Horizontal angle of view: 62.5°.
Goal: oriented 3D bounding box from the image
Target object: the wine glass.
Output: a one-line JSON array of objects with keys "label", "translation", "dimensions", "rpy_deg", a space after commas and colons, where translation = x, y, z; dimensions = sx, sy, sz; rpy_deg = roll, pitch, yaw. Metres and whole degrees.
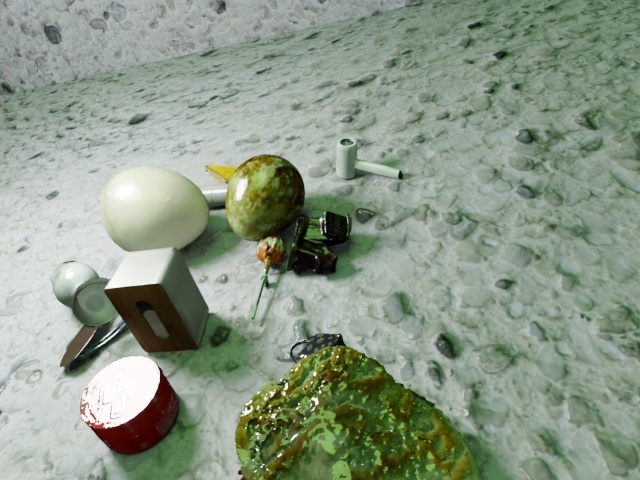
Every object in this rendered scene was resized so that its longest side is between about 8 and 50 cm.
[{"label": "wine glass", "translation": [-0.679, 0.143, 1.516], "dimensions": [0.143, 0.143, 0.321], "rpy_deg": [-40, 30, -26]}]

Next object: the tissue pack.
[{"label": "tissue pack", "translation": [-0.409, 0.155, 1.354], "dimensions": [0.159, 0.246, 0.136], "rpy_deg": [-7, 39, 13]}]

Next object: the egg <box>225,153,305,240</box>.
[{"label": "egg", "translation": [-0.171, -0.127, 1.612], "dimensions": [0.238, 0.238, 0.290], "rpy_deg": [2, 53, 22]}]

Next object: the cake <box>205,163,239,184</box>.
[{"label": "cake", "translation": [-0.353, -0.220, 1.917], "dimensions": [0.184, 0.080, 0.116], "rpy_deg": [8, 43, 15]}]

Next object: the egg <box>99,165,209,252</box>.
[{"label": "egg", "translation": [-0.517, -0.092, 1.660], "dimensions": [0.344, 0.283, 0.283], "rpy_deg": [-1, 42, 16]}]

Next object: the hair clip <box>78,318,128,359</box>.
[{"label": "hair clip", "translation": [-0.568, 0.248, 1.462], "dimensions": [0.039, 0.070, 0.229], "rpy_deg": [25, 62, 35]}]

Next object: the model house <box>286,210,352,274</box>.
[{"label": "model house", "translation": [-0.002, 0.009, 1.504], "dimensions": [0.164, 0.141, 0.203], "rpy_deg": [12, 65, 1]}]

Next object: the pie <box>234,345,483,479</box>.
[{"label": "pie", "translation": [0.055, 0.401, 0.957], "dimensions": [0.395, 0.181, 0.418], "rpy_deg": [-36, 50, -24]}]

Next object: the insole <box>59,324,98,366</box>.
[{"label": "insole", "translation": [-0.648, 0.230, 1.513], "dimensions": [0.111, 0.007, 0.328], "rpy_deg": [-20, 32, 28]}]

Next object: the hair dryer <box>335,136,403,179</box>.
[{"label": "hair dryer", "translation": [0.161, -0.250, 1.742], "dimensions": [0.236, 0.131, 0.073], "rpy_deg": [20, 47, 19]}]

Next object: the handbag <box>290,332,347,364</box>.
[{"label": "handbag", "translation": [-0.015, 0.265, 1.235], "dimensions": [0.139, 0.072, 0.115], "rpy_deg": [7, 45, 45]}]

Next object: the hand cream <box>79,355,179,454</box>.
[{"label": "hand cream", "translation": [-0.430, 0.373, 1.201], "dimensions": [0.193, 0.125, 0.193], "rpy_deg": [-11, 38, 9]}]

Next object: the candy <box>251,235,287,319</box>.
[{"label": "candy", "translation": [-0.153, 0.100, 1.470], "dimensions": [0.084, 0.078, 0.288], "rpy_deg": [-18, 40, 26]}]

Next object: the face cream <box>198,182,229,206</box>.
[{"label": "face cream", "translation": [-0.369, -0.157, 1.840], "dimensions": [0.249, 0.077, 0.077], "rpy_deg": [-4, 41, 15]}]
